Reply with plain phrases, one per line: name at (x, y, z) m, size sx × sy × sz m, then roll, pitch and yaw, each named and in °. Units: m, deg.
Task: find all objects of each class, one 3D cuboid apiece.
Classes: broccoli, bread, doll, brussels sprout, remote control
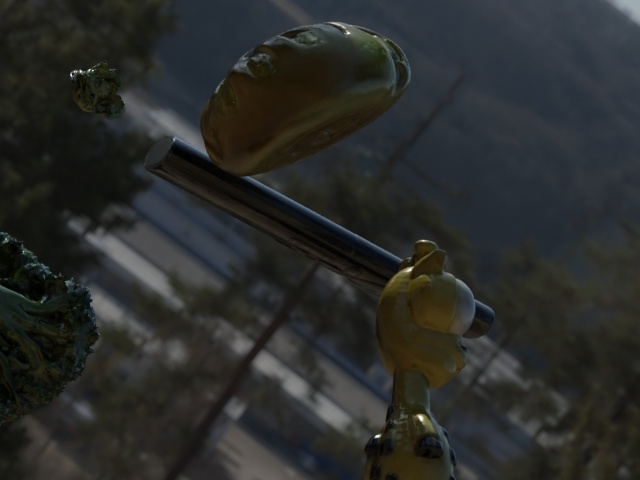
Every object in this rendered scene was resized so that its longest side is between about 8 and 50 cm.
broccoli at (-0.421, 0.099, 1.992) m, size 0.304 × 0.321 × 0.283 m, roll 20°, pitch -33°, yaw 18°
bread at (-0.021, -0.136, 1.641) m, size 0.104 × 0.213 × 0.213 m, roll 59°, pitch 9°, yaw 6°
doll at (0.085, 0.132, 1.555) m, size 0.086 × 0.117 × 0.291 m, roll 17°, pitch 53°, yaw -16°
brussels sprout at (-0.290, -0.190, 2.253) m, size 0.085 × 0.058 × 0.085 m, roll -22°, pitch 90°, yaw -76°
remote control at (0.000, 0.000, 1.785) m, size 0.377 × 0.044 × 0.107 m, roll 29°, pitch -3°, yaw -16°
